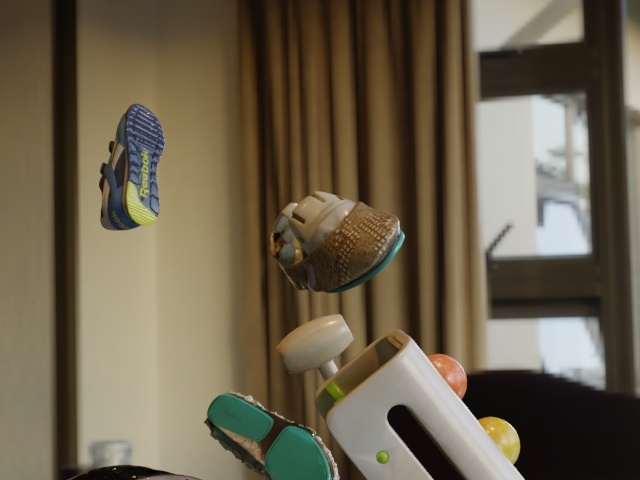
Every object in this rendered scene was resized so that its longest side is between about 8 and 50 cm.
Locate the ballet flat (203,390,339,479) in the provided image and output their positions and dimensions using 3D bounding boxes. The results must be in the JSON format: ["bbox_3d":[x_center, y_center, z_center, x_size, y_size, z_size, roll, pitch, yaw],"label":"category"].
[{"bbox_3d":[-0.049,0.263,1.747,0.241,0.091,0.077,34,-12,42],"label":"ballet flat"}]

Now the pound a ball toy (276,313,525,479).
[{"bbox_3d":[0.108,0.196,1.346,0.136,0.319,0.208,-38,6,-2],"label":"pound a ball toy"}]

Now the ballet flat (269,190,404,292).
[{"bbox_3d":[0.000,0.000,1.024,0.067,0.073,0.206,44,-16,-7],"label":"ballet flat"}]

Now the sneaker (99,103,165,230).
[{"bbox_3d":[-0.193,-0.073,1.403,0.059,0.144,0.053,-25,-42,37],"label":"sneaker"}]

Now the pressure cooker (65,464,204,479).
[{"bbox_3d":[-0.195,0.451,1.548,0.376,0.369,0.420,-26,32,-32],"label":"pressure cooker"}]
